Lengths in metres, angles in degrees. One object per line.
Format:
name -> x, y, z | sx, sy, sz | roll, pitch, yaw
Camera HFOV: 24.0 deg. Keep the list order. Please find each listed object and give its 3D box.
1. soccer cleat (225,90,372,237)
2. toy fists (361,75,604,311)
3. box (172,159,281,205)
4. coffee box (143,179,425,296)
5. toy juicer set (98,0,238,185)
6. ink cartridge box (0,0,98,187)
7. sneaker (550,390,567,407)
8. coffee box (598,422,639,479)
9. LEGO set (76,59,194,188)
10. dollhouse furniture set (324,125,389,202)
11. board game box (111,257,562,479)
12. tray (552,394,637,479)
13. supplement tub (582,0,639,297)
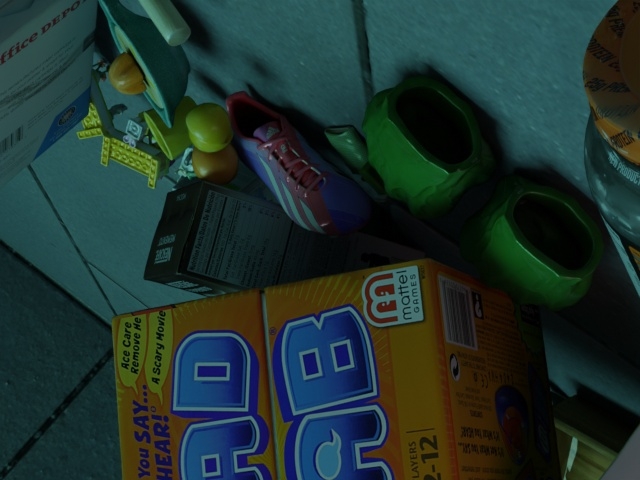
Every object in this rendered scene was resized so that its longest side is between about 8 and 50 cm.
soccer cleat -> -0.032, -0.088, 1.744 | 0.248, 0.083, 0.095 | 43, 166, 43
toy fists -> 0.153, -0.043, 1.464 | 0.279, 0.096, 0.142 | 42, 157, 3
box -> -0.097, -0.009, 2.038 | 0.114, 0.103, 0.203 | 24, 146, 46
coffee box -> -0.047, 0.030, 1.853 | 0.297, 0.119, 0.168 | 17, 171, -18
toy juicer set -> -0.187, -0.184, 1.728 | 0.209, 0.089, 0.329 | 50, 166, 44
ink cartridge box -> -0.402, -0.221, 1.897 | 0.129, 0.223, 0.307 | 39, 149, 12
sneaker -> 0.302, 0.250, 1.951 | 0.071, 0.068, 0.170 | 31, 163, 50
coffee box -> 0.423, 0.346, 1.427 | 0.334, 0.338, 0.338 | 32, 164, 27
LEGO set -> -0.265, -0.184, 2.101 | 0.287, 0.107, 0.132 | 44, 130, 6
dollhouse furniture set -> 0.046, -0.081, 1.665 | 0.076, 0.058, 0.151 | 47, 163, -21
board game box -> 0.034, 0.244, 1.590 | 0.356, 0.356, 0.356 | -11, 166, 23
tray -> 0.431, 0.366, 1.779 | 0.411, 0.076, 0.203 | 30, 126, 37
supplement tub -> 0.299, -0.015, 0.988 | 0.207, 0.207, 0.338 | 25, 158, 43
